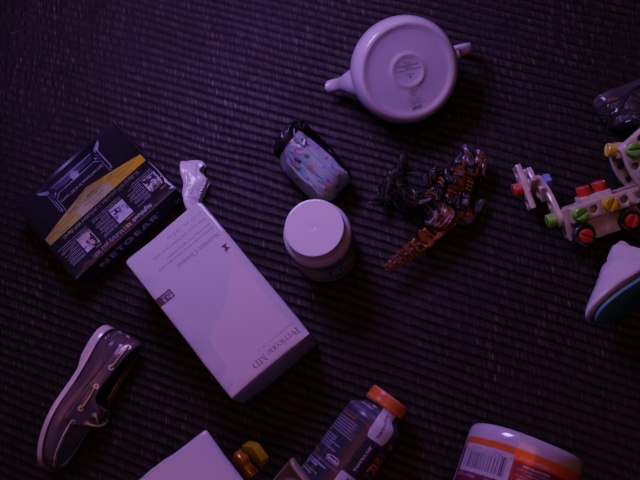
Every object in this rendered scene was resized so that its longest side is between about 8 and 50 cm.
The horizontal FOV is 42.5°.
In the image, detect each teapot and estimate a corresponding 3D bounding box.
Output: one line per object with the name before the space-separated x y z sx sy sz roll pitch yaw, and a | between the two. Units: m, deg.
teapot | 0.182 -0.387 1.849 0.256 0.187 0.252 27 99 -12

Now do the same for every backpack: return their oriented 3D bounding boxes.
backpack | -0.019 -0.169 1.841 0.182 0.152 0.115 44 90 4

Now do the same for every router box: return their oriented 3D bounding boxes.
router box | -0.509 -0.087 1.908 0.309 0.081 0.243 -42 73 -5

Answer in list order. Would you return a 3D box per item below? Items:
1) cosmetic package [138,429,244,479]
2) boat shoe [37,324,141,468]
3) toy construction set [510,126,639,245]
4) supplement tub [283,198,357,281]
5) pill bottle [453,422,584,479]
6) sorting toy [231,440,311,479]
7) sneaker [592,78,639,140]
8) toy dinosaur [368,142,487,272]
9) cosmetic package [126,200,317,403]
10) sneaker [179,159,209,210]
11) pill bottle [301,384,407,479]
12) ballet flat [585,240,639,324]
cosmetic package | -0.177 0.627 1.605 0.230 0.161 0.453 -36 73 -16
boat shoe | -0.496 0.345 1.773 0.096 0.116 0.324 20 73 16
toy construction set | 0.573 -0.113 1.727 0.327 0.151 0.215 -15 98 12
supplement tub | 0.000 0.000 1.751 0.144 0.200 0.144 -2 75 8
pill bottle | 0.327 0.562 1.529 0.224 0.224 0.392 19 75 12
sorting toy | -0.051 0.512 1.623 0.041 0.229 0.307 -28 69 -38
sneaker | 0.725 -0.294 1.792 0.227 0.087 0.130 -23 75 4
toy dinosaur | 0.233 -0.081 1.776 0.218 0.164 0.322 34 60 -1
cosmetic package | -0.209 0.136 1.766 0.217 0.156 0.385 -41 72 -6
sneaker | -0.288 -0.119 1.901 0.061 0.054 0.152 -9 73 3
pill bottle | 0.072 0.414 1.663 0.130 0.130 0.246 35 82 15
ballet flat | 0.686 0.032 1.698 0.400 0.139 0.139 -30 73 -5
